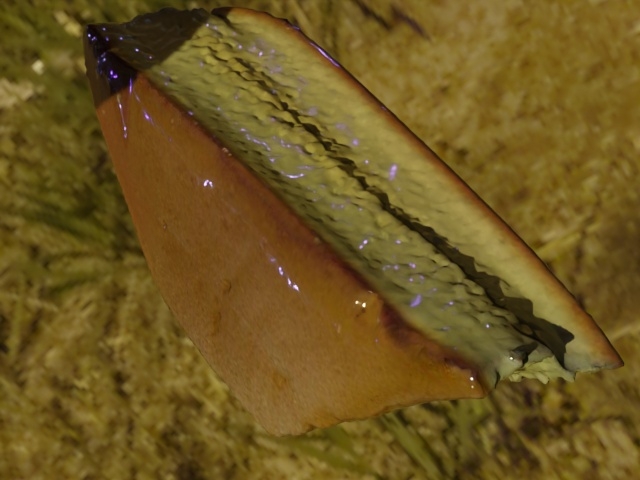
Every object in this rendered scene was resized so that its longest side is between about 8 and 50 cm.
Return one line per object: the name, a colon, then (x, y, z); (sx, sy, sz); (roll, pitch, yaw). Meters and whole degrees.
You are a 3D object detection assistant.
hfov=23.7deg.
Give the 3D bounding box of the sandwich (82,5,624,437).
sandwich: (0.000, 0.000, 0.577); (0.094, 0.096, 0.258); (-18, 45, -26)
